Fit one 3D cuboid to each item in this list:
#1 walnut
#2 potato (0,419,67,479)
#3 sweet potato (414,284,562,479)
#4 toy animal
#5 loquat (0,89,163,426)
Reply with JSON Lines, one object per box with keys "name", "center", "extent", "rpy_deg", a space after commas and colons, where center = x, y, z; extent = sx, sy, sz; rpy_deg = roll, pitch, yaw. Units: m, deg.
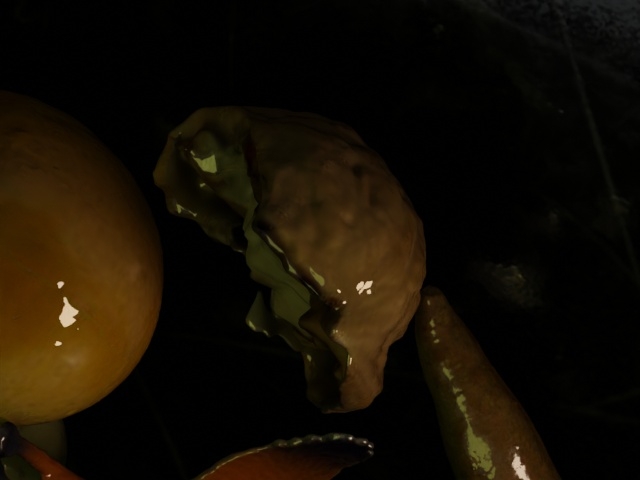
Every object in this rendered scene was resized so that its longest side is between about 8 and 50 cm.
{"name": "walnut", "center": [-0.001, -0.006, 1.338], "extent": [0.238, 0.141, 0.204], "rpy_deg": [55, 166, 9]}
{"name": "potato", "center": [-0.341, 0.173, 1.687], "extent": [0.262, 0.165, 0.165], "rpy_deg": [0, 120, 27]}
{"name": "sweet potato", "center": [0.122, 0.148, 1.432], "extent": [0.077, 0.077, 0.244], "rpy_deg": [-21, 108, 40]}
{"name": "toy animal", "center": [-0.140, 0.246, 1.550], "extent": [0.284, 0.225, 0.302], "rpy_deg": [19, 161, -7]}
{"name": "loquat", "center": [-0.247, 0.017, 1.472], "extent": [0.263, 0.263, 0.263], "rpy_deg": [16, 128, 22]}
